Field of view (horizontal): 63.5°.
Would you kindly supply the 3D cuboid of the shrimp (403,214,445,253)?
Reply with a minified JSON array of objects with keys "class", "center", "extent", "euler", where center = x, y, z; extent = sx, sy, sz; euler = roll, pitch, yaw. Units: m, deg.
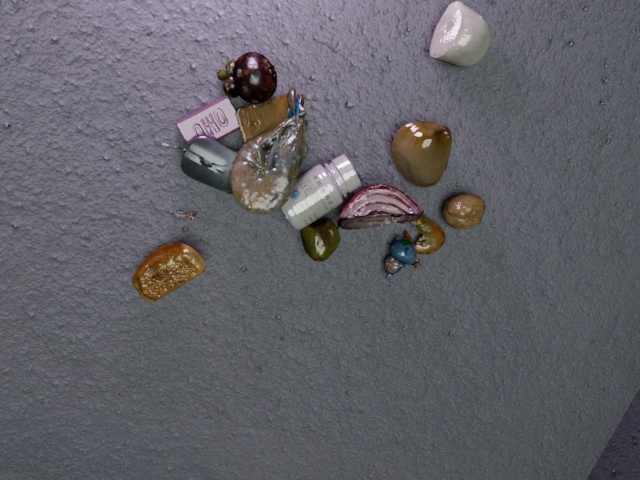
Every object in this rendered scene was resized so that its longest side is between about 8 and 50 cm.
[{"class":"shrimp","center":[0.390,-0.038,2.044],"extent":[0.150,0.068,0.248],"euler":[-40,113,12]}]

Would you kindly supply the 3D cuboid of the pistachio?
[{"class":"pistachio","center":[0.368,-0.311,1.899],"extent":[0.213,0.162,0.260],"euler":[4,123,9]}]

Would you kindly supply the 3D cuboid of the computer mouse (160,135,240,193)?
[{"class":"computer mouse","center":[-0.358,-0.253,1.756],"extent":[0.380,0.090,0.167],"euler":[17,106,-35]}]

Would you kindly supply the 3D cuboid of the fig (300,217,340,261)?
[{"class":"fig","center":[0.000,0.000,1.935],"extent":[0.144,0.154,0.165],"euler":[-4,73,29]}]

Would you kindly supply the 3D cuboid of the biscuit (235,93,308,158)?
[{"class":"biscuit","center":[-0.163,-0.373,1.806],"extent":[0.232,0.013,0.236],"euler":[-23,111,-23]}]

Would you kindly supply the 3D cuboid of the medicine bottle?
[{"class":"medicine bottle","center":[-0.007,-0.176,1.858],"extent":[0.293,0.170,0.170],"euler":[-31,112,0]}]

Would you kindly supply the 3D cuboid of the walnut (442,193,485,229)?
[{"class":"walnut","center":[0.556,-0.113,2.011],"extent":[0.167,0.149,0.166],"euler":[-16,145,-12]}]

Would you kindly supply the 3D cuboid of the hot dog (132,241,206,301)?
[{"class":"hot dog","center":[-0.540,0.101,1.857],"extent":[0.257,0.153,0.150],"euler":[-31,116,3]}]

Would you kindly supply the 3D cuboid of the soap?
[{"class":"soap","center":[-0.375,-0.398,1.764],"extent":[0.203,0.065,0.122],"euler":[-29,112,-1]}]

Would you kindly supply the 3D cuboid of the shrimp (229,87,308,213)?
[{"class":"shrimp","center":[-0.159,-0.301,1.758],"extent":[0.221,0.110,0.445],"euler":[23,83,-6]}]

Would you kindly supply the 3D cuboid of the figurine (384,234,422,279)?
[{"class":"figurine","center":[0.323,0.076,2.050],"extent":[0.145,0.114,0.178],"euler":[19,117,-22]}]

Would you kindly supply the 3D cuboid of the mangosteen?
[{"class":"mangosteen","center":[-0.233,-0.526,1.700],"extent":[0.184,0.172,0.172],"euler":[-26,112,0]}]

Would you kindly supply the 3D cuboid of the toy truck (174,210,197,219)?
[{"class":"toy truck","center":[-0.487,-0.090,1.870],"extent":[0.083,0.024,0.031],"euler":[4,79,-9]}]

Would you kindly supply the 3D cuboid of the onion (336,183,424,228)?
[{"class":"onion","center":[0.202,-0.118,1.896],"extent":[0.315,0.280,0.146],"euler":[-8,84,-3]}]

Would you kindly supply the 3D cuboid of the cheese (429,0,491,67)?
[{"class":"cheese","center":[0.493,-0.698,1.787],"extent":[0.189,0.154,0.198],"euler":[19,104,-22]}]
